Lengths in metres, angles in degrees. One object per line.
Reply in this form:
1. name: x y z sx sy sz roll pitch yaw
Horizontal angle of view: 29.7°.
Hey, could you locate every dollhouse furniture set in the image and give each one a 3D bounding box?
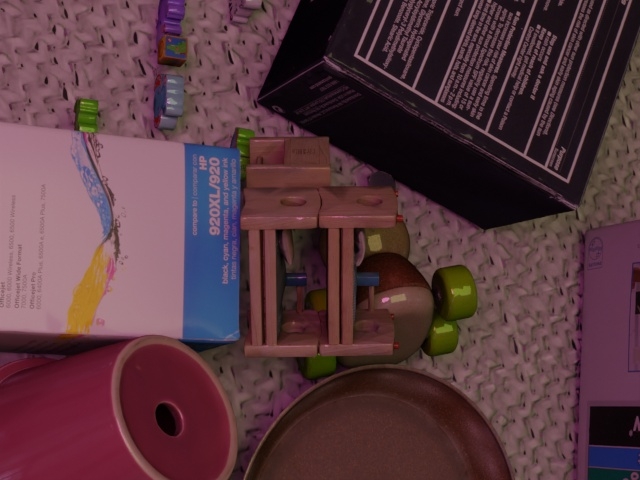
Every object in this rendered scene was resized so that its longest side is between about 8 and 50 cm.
1. dollhouse furniture set: 0.000 0.000 1.055 0.129 0.183 0.129 0 115 -1

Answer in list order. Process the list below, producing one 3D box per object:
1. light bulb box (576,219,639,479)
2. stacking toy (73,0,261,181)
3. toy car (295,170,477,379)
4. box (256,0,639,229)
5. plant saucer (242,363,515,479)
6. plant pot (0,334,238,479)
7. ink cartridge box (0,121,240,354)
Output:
1. light bulb box: 0.481 0.173 1.285 0.358 0.225 0.361 9 79 -25
2. stacking toy: -0.144 -0.167 1.131 0.167 0.052 0.221 7 76 -23
3. toy car: 0.042 0.020 1.172 0.155 0.149 0.188 -9 61 -14
4. box: 0.140 -0.208 1.203 0.294 0.183 0.296 28 73 -18
5. plant saucer: 0.052 0.275 1.158 0.311 0.050 0.310 3 83 -26
6. plant pot: -0.171 0.166 0.935 0.201 0.180 0.201 37 37 -35
7. ink cartridge box: -0.205 0.007 1.012 0.233 0.171 0.168 5 79 -25
